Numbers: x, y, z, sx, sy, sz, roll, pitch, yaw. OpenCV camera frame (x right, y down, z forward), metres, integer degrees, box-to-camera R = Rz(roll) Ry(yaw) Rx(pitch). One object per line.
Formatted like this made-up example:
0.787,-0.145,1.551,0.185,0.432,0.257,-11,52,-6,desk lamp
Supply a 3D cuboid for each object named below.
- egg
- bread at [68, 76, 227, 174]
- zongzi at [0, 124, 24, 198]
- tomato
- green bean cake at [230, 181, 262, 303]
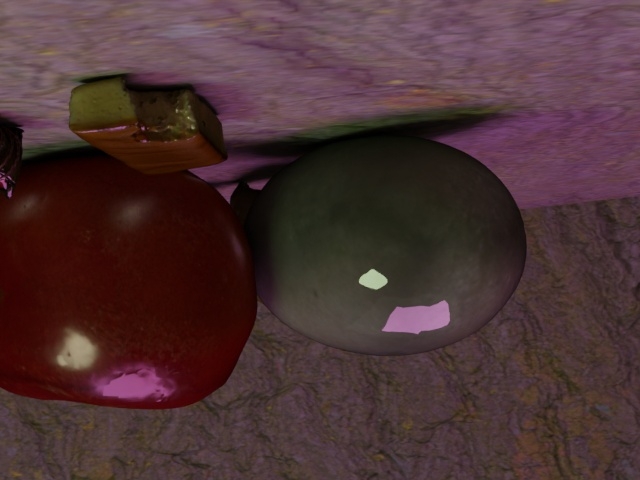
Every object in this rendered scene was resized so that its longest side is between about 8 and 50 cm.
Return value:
0.068,0.005,1.219,0.352,0.258,0.258,-2,180,35,egg
-0.136,-0.093,0.879,0.088,0.049,0.226,-6,176,2,bread
-0.293,-0.082,0.894,0.073,0.067,0.083,5,160,7,zongzi
-0.236,0.048,1.174,0.325,0.293,0.290,5,-170,33,tomato
0.000,0.000,1.497,0.236,0.124,0.233,-6,-152,-9,green bean cake
